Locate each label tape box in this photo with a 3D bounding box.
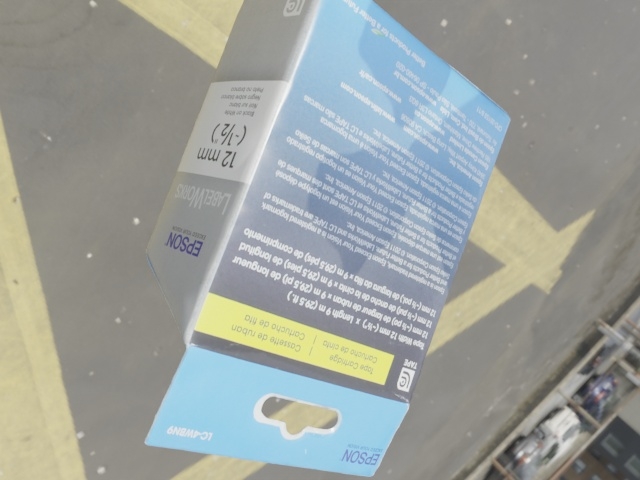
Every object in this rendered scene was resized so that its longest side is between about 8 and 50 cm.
[{"bbox_3d":[0.000,0.000,0.567,0.249,0.115,0.348,25,85,-41],"label":"label tape box"}]
